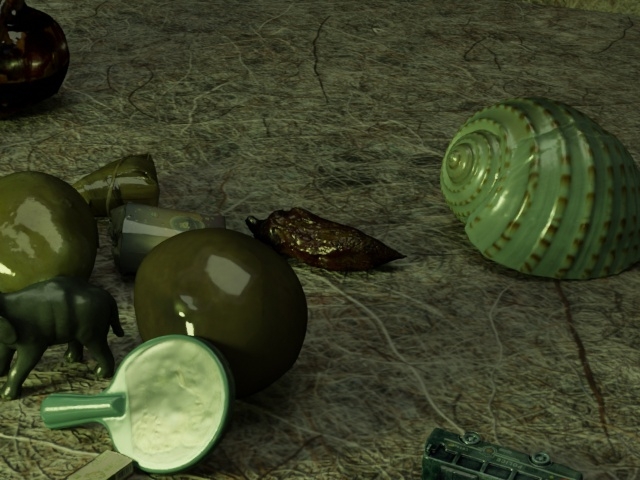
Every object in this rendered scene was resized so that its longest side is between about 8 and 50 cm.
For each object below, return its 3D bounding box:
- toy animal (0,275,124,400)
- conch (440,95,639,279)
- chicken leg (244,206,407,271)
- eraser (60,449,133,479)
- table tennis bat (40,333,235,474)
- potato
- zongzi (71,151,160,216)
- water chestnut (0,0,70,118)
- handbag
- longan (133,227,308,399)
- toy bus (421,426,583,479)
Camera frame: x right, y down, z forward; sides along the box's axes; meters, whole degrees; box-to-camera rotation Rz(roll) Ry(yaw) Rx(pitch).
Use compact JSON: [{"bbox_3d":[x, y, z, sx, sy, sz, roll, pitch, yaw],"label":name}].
[{"bbox_3d":[-0.355,0.108,1.457,0.269,0.137,0.082,-2,26,-27],"label":"toy animal"},{"bbox_3d":[0.344,-0.089,1.851,0.319,0.215,0.303,-6,36,-14],"label":"conch"},{"bbox_3d":[0.000,0.000,1.803,0.234,0.063,0.105,18,34,28],"label":"chicken leg"},{"bbox_3d":[-0.232,0.245,1.298,0.038,0.019,0.083,18,30,29],"label":"eraser"},{"bbox_3d":[-0.197,0.175,1.352,0.237,0.149,0.038,-6,-18,25],"label":"table tennis bat"},{"bbox_3d":[-0.383,0.003,1.666,0.178,0.160,0.235,-41,49,-1],"label":"potato"},{"bbox_3d":[-0.337,-0.084,1.952,0.176,0.078,0.160,-5,20,-7],"label":"zongzi"},{"bbox_3d":[-0.598,-0.367,2.320,0.300,0.300,0.300,1,25,-1],"label":"water chestnut"},{"bbox_3d":[-0.216,0.002,1.759,0.173,0.095,0.117,7,18,-7],"label":"handbag"},{"bbox_3d":[-0.112,0.085,1.455,0.196,0.196,0.220,-17,39,-35],"label":"longan"},{"bbox_3d":[0.183,0.242,1.300,0.166,0.047,0.065,13,31,23],"label":"toy bus"}]
